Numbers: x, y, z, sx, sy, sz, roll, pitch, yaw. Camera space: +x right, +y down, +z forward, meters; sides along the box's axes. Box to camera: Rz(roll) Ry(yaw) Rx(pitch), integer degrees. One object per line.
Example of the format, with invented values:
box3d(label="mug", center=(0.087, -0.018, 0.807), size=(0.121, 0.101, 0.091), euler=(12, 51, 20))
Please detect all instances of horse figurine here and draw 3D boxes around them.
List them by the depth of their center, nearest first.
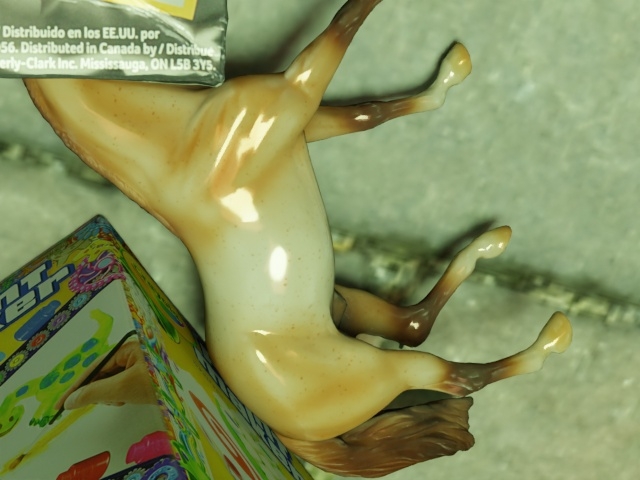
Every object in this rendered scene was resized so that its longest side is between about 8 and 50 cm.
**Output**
box3d(label="horse figurine", center=(0.000, 0.000, 0.655), size=(0.174, 0.066, 0.263), euler=(-24, 111, -14))

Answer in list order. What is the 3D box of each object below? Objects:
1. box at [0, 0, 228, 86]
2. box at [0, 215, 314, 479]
box3d(label="box", center=(-0.122, -0.148, 0.459), size=(0.163, 0.247, 0.142), euler=(-1, 113, -14))
box3d(label="box", center=(-0.054, 0.192, 0.615), size=(0.177, 0.279, 0.290), euler=(-35, 117, 3))
